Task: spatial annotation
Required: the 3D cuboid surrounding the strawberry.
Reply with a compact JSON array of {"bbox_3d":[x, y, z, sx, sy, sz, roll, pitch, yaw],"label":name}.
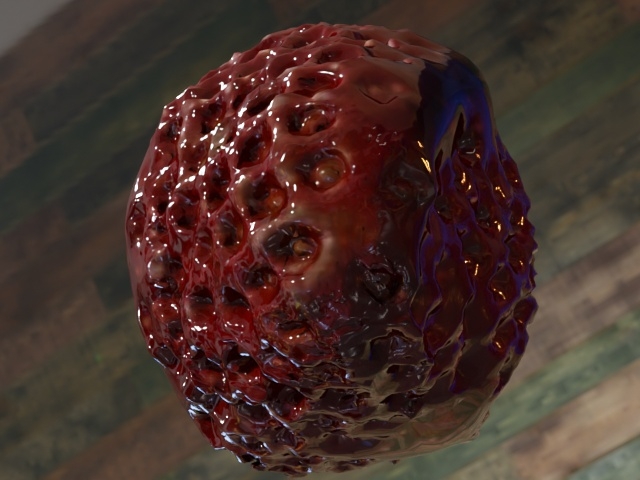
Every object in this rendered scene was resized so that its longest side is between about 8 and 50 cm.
[{"bbox_3d":[0.000,0.000,1.004,0.345,0.295,0.317,44,-110,-82],"label":"strawberry"}]
